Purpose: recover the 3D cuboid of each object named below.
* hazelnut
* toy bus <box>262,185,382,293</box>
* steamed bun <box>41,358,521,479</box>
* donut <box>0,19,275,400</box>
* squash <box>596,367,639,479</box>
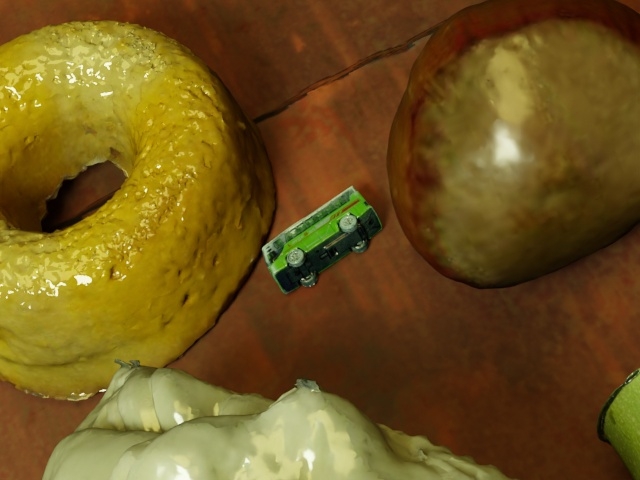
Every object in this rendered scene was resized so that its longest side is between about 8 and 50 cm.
[{"bbox_3d":[0.129,-0.079,1.094,0.210,0.186,0.210,-7,74,24],"label":"hazelnut"},{"bbox_3d":[0.000,0.000,1.178,0.083,0.031,0.037,-34,49,-4],"label":"toy bus"},{"bbox_3d":[-0.024,0.195,0.943,0.320,0.275,0.206,2,67,60],"label":"steamed bun"},{"bbox_3d":[-0.173,-0.037,1.198,0.277,0.108,0.278,-5,61,8],"label":"donut"},{"bbox_3d":[0.243,0.151,0.965,0.095,0.095,0.188,-31,52,-2],"label":"squash"}]
